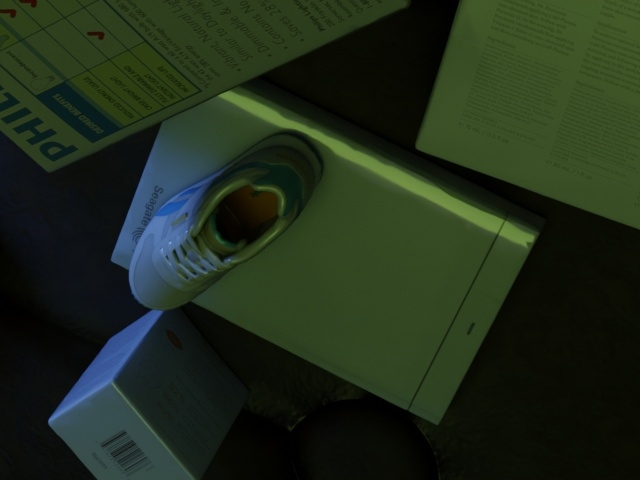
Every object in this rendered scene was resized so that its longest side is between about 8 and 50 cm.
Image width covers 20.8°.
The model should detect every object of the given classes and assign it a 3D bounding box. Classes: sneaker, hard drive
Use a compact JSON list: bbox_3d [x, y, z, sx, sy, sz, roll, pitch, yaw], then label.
[{"bbox_3d":[-0.100,-0.007,1.567,0.087,0.092,0.228,44,121,-8],"label":"sneaker"},{"bbox_3d":[0.000,0.000,1.619,0.353,0.047,0.233,27,120,4],"label":"hard drive"}]

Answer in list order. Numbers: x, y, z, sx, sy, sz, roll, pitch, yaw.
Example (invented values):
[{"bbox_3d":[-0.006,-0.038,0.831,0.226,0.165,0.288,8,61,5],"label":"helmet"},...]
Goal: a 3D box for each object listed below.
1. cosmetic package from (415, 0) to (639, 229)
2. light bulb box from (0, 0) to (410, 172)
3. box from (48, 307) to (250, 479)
[{"bbox_3d":[0.298,-0.151,1.421,0.377,0.097,0.284,21,120,7],"label":"cosmetic package"},{"bbox_3d":[-0.173,-0.290,1.355,0.361,0.225,0.358,-22,136,25],"label":"light bulb box"},{"bbox_3d":[-0.161,0.160,1.676,0.091,0.170,0.130,-33,102,27],"label":"box"}]
